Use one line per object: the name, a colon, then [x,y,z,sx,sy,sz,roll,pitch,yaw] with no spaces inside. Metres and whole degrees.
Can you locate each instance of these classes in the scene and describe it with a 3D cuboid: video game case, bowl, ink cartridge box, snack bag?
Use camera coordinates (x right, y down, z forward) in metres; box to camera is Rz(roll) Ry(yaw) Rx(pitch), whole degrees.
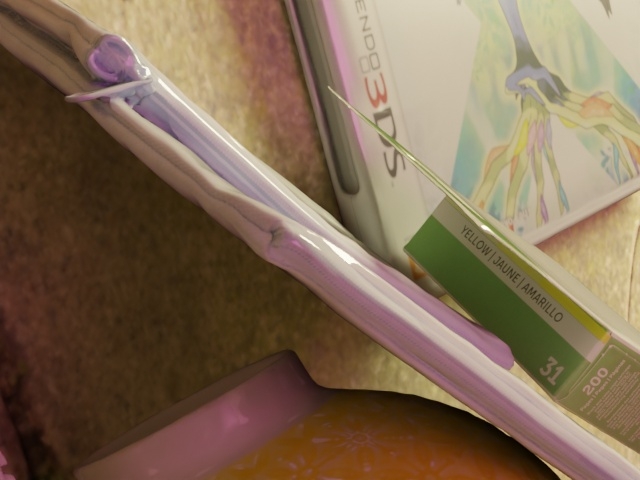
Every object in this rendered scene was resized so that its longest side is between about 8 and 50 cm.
video game case: [0.105,-0.143,1.150,0.329,0.036,0.300,-25,104,-46]
bowl: [-0.027,0.144,0.825,0.289,0.289,0.156,-30,92,-44]
ink cartridge box: [0.100,0.024,0.984,0.235,0.171,0.056,32,99,-39]
snack bag: [0.000,0.000,0.832,0.323,0.342,0.037,37,90,-38]

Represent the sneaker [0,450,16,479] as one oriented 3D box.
sneaker: [-0.175,0.162,0.798,0.074,0.063,0.170,1,90,-53]
